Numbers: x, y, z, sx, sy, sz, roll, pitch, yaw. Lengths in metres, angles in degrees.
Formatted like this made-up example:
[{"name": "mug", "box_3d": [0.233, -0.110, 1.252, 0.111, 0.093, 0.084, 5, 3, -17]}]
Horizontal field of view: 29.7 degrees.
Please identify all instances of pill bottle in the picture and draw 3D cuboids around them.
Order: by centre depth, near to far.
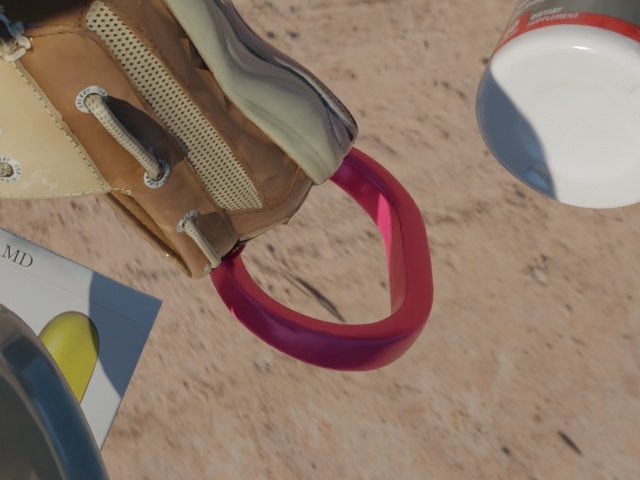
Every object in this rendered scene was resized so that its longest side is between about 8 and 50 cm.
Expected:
[{"name": "pill bottle", "box_3d": [0.237, -0.174, 0.948, 0.161, 0.161, 0.283, 40, 50, -14]}]

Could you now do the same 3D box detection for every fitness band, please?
[{"name": "fitness band", "box_3d": [0.000, 0.000, 1.088, 0.209, 0.291, 0.054, 21, 125, -16]}]

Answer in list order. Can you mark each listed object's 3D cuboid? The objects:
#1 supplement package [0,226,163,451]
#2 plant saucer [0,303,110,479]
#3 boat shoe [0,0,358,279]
[{"name": "supplement package", "box_3d": [-0.283, 0.132, 0.935, 0.199, 0.198, 0.263, 27, 74, -19]}, {"name": "plant saucer", "box_3d": [-0.179, 0.144, 0.612, 0.100, 0.400, 0.401, -21, 101, 3]}, {"name": "boat shoe", "box_3d": [-0.099, -0.068, 0.442, 0.116, 0.123, 0.324, -54, 141, 0]}]
